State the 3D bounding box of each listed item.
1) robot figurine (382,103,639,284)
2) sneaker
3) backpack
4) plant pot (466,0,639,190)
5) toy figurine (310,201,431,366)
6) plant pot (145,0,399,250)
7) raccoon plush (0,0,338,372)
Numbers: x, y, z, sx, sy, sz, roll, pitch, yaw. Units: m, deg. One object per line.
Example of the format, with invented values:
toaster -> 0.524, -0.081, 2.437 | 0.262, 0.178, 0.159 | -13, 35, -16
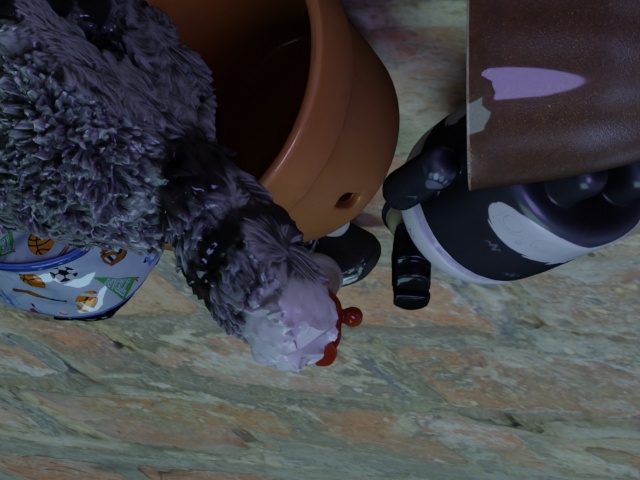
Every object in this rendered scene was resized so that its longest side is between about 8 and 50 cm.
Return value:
robot figurine -> 0.187, -0.061, 1.747 | 0.209, 0.174, 0.278 | 37, 153, -14
sneaker -> -0.053, -0.018, 2.131 | 0.228, 0.086, 0.132 | 8, 153, 25
backpack -> -0.250, -0.059, 1.955 | 0.276, 0.263, 0.213 | 2, 152, 35
plant pot -> 0.231, -0.145, 1.514 | 0.230, 0.215, 0.215 | 1, 154, 6
toy figurine -> 0.000, 0.000, 1.997 | 0.213, 0.148, 0.209 | -35, 122, 28
plant pot -> -0.066, -0.117, 1.709 | 0.290, 0.291, 0.203 | 2, 168, 35
raccoon plush -> -0.221, -0.006, 1.546 | 0.216, 0.446, 0.299 | 9, 133, -48
